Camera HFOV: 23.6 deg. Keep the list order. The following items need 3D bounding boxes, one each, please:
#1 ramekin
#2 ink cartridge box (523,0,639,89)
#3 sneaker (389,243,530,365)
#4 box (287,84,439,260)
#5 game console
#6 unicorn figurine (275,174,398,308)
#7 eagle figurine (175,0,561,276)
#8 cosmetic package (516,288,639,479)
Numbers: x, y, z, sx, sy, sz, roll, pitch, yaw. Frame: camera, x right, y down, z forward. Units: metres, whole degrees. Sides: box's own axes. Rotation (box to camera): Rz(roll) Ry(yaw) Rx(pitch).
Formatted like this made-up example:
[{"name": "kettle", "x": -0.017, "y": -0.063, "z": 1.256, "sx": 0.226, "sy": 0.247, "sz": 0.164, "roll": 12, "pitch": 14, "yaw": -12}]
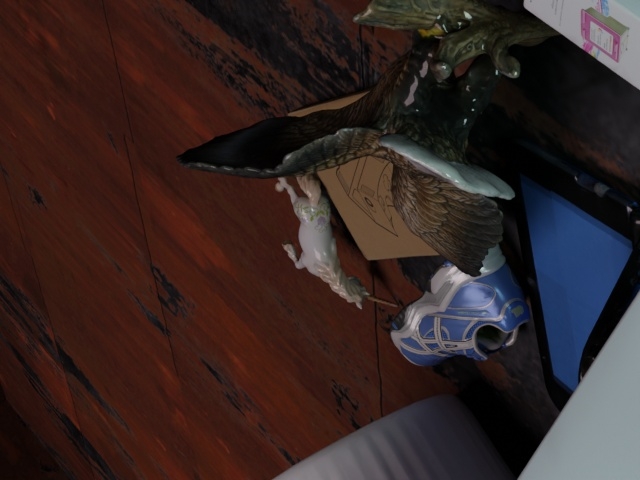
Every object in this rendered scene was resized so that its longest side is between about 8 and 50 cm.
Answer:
[{"name": "ramekin", "x": 0.056, "y": 0.261, "z": 1.483, "sx": 0.135, "sy": 0.277, "sz": 0.277, "roll": 61, "pitch": 159, "yaw": 13}, {"name": "ink cartridge box", "x": 0.195, "y": -0.142, "z": 0.901, "sx": 0.122, "sy": 0.089, "sz": 0.052, "roll": 43, "pitch": 151, "yaw": 31}, {"name": "sneaker", "x": 0.122, "y": 0.076, "z": 1.345, "sx": 0.081, "sy": 0.080, "sz": 0.211, "roll": 56, "pitch": 159, "yaw": 14}, {"name": "box", "x": 0.054, "y": -0.058, "z": 1.392, "sx": 0.164, "sy": 0.021, "sz": 0.201, "roll": 62, "pitch": 157, "yaw": -10}, {"name": "game console", "x": 0.191, "y": 0.111, "z": 1.144, "sx": 0.173, "sy": 0.250, "sz": 0.293, "roll": 7, "pitch": 130, "yaw": 29}, {"name": "unicorn figurine", "x": 0.000, "y": 0.000, "z": 1.522, "sx": 0.111, "sy": 0.060, "sz": 0.162, "roll": 43, "pitch": 163, "yaw": 55}, {"name": "eagle figurine", "x": 0.052, "y": -0.079, "z": 1.132, "sx": 0.226, "sy": 0.225, "sz": 0.298, "roll": 54, "pitch": 138, "yaw": 14}, {"name": "cosmetic package", "x": 0.238, "y": 0.182, "z": 0.948, "sx": 0.138, "sy": 0.224, "sz": 0.225, "roll": 25, "pitch": 166, "yaw": 46}]
